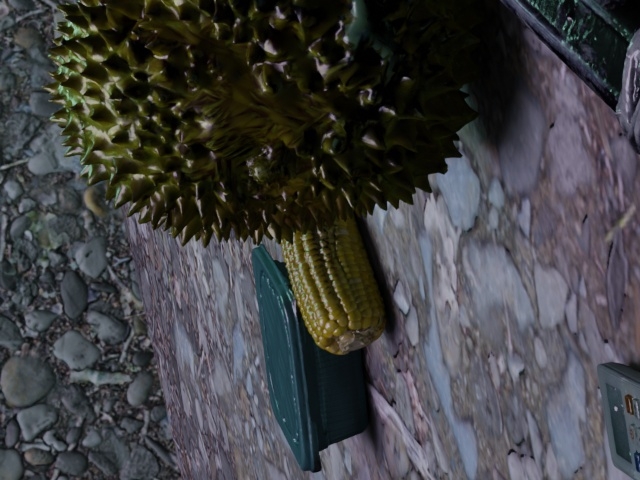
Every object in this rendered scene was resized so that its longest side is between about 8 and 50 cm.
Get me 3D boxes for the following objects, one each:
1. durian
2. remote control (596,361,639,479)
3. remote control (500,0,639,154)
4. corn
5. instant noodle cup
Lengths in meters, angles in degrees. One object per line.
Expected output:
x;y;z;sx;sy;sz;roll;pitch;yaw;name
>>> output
-0.020;-0.126;1.177;0.225;0.291;0.291;10;112;62;durian
0.180;0.101;0.993;0.162;0.029;0.061;-148;49;-79;remote control
0.133;-0.108;0.917;0.266;0.066;0.090;-117;15;-50;remote control
0.000;0.000;1.595;0.072;0.072;0.203;101;155;-60;corn
-0.009;0.098;1.724;0.157;0.070;0.179;-128;28;-66;instant noodle cup
